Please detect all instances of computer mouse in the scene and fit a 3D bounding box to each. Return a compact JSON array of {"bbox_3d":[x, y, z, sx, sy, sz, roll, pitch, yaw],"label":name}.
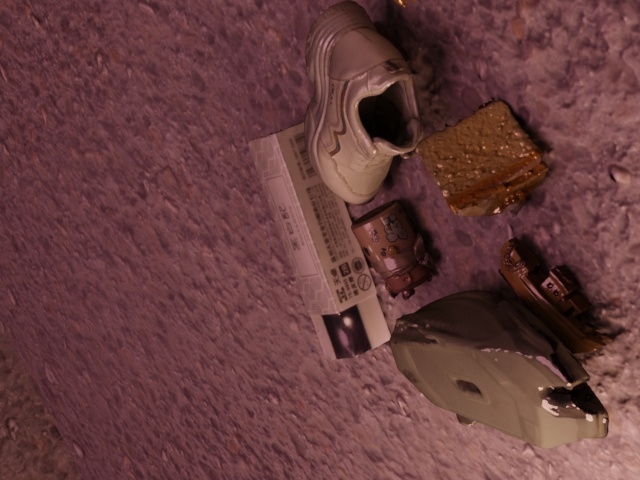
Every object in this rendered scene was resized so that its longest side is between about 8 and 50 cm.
[{"bbox_3d":[0.269,0.177,1.899,0.429,0.145,0.228,9,136,58],"label":"computer mouse"}]

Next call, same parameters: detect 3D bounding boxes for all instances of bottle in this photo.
[{"bbox_3d":[0.123,0.019,2.052,0.099,0.099,0.152,-21,101,54],"label":"bottle"}]

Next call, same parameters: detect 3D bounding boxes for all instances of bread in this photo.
[{"bbox_3d":[0.224,-0.107,1.805,0.147,0.152,0.127,57,143,25],"label":"bread"}]

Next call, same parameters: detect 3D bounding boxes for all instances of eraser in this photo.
[{"bbox_3d":[0.000,0.000,2.182,0.096,0.098,0.404,-8,104,54],"label":"eraser"}]

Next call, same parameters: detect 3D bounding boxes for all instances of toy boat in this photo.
[{"bbox_3d":[0.338,0.078,1.845,0.206,0.064,0.072,48,122,16],"label":"toy boat"}]

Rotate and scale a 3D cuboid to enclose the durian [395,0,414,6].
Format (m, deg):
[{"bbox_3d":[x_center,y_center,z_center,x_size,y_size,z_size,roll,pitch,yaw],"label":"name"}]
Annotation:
[{"bbox_3d":[0.169,-0.433,1.680,0.196,0.185,0.305,15,135,17],"label":"durian"}]

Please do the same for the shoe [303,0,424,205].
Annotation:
[{"bbox_3d":[0.072,-0.164,1.907,0.210,0.132,0.342,50,153,44],"label":"shoe"}]

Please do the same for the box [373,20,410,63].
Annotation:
[{"bbox_3d":[0.095,-0.285,1.954,0.083,0.024,0.053,55,143,14],"label":"box"}]
